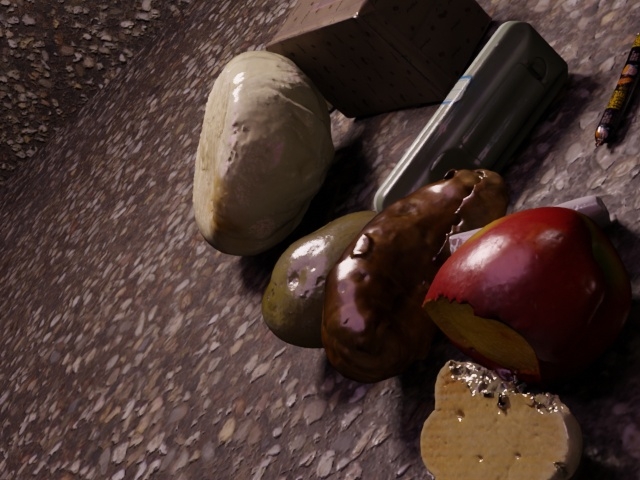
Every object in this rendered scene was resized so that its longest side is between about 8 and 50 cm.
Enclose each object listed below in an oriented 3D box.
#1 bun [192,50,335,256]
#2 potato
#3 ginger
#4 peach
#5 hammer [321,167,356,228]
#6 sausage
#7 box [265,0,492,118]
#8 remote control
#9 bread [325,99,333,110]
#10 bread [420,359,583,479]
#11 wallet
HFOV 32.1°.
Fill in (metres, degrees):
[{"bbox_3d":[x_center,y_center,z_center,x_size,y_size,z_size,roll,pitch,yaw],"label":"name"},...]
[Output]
[{"bbox_3d":[-0.095,-0.148,1.930,0.365,0.219,0.365,-170,90,-76],"label":"bun"},{"bbox_3d":[0.022,0.053,1.568,0.235,0.160,0.178,-41,43,1],"label":"potato"},{"bbox_3d":[0.109,0.038,1.419,0.321,0.165,0.172,-54,18,-15],"label":"ginger"},{"bbox_3d":[0.211,0.070,1.182,0.226,0.189,0.196,-34,59,31],"label":"peach"},{"bbox_3d":[0.000,0.000,1.826,0.058,0.029,0.292,-26,37,46],"label":"hammer"},{"bbox_3d":[0.391,-0.198,1.430,0.028,0.025,0.198,22,67,17],"label":"sausage"},{"bbox_3d":[0.098,-0.355,1.902,0.297,0.225,0.190,-1,55,58],"label":"box"},{"bbox_3d":[0.214,-0.141,1.533,0.335,0.128,0.065,-54,27,-5],"label":"remote control"},{"bbox_3d":[-0.025,-0.338,2.222,0.192,0.109,0.210,-16,42,49],"label":"bread"},{"bbox_3d":[0.177,0.229,1.139,0.251,0.038,0.182,19,99,64],"label":"bread"},{"bbox_3d":[0.242,-0.009,1.296,0.190,0.095,0.033,-19,71,17],"label":"wallet"}]
